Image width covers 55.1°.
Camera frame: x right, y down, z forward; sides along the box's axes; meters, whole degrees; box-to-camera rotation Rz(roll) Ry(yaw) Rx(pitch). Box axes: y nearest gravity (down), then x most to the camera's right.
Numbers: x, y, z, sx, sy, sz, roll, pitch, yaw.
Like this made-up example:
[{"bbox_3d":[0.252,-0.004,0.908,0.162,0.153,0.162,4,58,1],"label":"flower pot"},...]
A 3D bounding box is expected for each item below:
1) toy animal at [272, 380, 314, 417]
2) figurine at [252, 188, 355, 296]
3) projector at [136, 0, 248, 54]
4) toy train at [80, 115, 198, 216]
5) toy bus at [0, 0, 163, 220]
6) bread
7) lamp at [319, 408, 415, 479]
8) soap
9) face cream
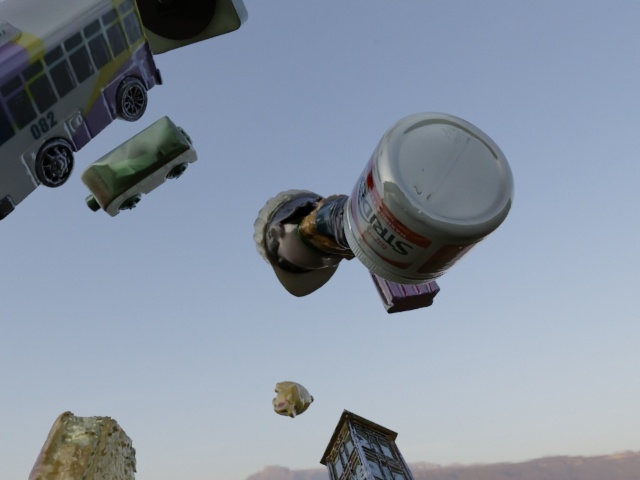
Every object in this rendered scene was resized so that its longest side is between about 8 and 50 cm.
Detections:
[{"bbox_3d":[-0.054,0.313,1.190,0.083,0.070,0.159,5,-10,0],"label":"toy animal"},{"bbox_3d":[0.002,-0.030,1.148,0.185,0.204,0.332,4,-23,-30],"label":"figurine"},{"bbox_3d":[-0.311,-0.547,1.290,0.257,0.079,0.259,-7,-53,25],"label":"projector"},{"bbox_3d":[-0.478,-0.189,1.611,0.326,0.129,0.159,-36,-8,-12],"label":"toy train"},{"bbox_3d":[-0.489,-0.258,1.021,0.210,0.439,0.249,16,-41,20],"label":"toy bus"},{"bbox_3d":[-0.366,0.387,0.921,0.121,0.245,0.174,-13,-52,15],"label":"bread"},{"bbox_3d":[0.067,0.301,0.713,0.089,0.090,0.325,25,2,-6],"label":"lamp"},{"bbox_3d":[0.169,0.057,1.363,0.122,0.203,0.065,-7,-36,-19],"label":"soap"},{"bbox_3d":[0.151,-0.057,0.892,0.201,0.200,0.187,2,-25,-14],"label":"face cream"}]
